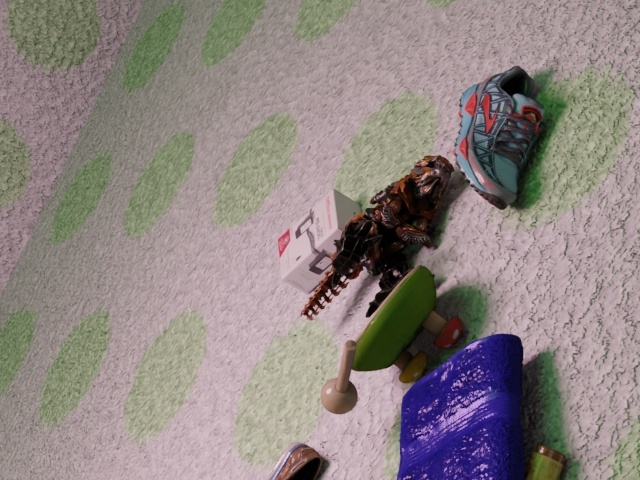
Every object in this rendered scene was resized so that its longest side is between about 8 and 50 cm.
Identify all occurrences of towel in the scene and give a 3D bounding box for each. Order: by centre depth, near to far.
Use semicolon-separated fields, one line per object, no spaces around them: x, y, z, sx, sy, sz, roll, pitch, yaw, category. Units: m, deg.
0.166;0.277;1.716;0.227;0.076;0.308;-46;24;37;towel

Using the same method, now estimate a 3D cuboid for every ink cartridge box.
0.000;0.000;2.311;0.150;0.063;0.109;-43;32;27;ink cartridge box

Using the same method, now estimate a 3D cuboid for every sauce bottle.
0.254;0.311;1.628;0.042;0.042;0.128;3;64;59;sauce bottle

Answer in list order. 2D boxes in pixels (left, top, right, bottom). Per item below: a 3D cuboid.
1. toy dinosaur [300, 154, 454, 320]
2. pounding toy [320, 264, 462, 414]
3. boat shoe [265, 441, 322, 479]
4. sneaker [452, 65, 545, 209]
0.095;0.011;2.114;0.218;0.164;0.322;-90;20;-66;toy dinosaur
0.116;0.153;1.920;0.237;0.110;0.183;-45;-13;-37;pounding toy
-0.058;0.389;2.025;0.066;0.066;0.183;8;70;58;boat shoe
0.270;-0.164;1.999;0.125;0.104;0.262;-34;37;34;sneaker
